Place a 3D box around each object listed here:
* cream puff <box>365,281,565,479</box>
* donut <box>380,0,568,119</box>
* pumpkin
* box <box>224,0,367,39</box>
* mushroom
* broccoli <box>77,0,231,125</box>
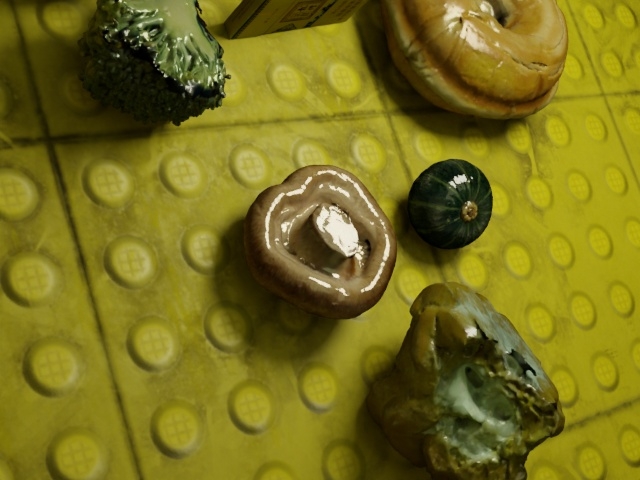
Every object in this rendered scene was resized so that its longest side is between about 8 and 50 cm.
[{"bbox_3d":[0.222,0.240,1.532,0.323,0.270,0.274,50,18,-8],"label":"cream puff"},{"bbox_3d":[0.310,-0.434,1.862,0.449,0.198,0.448,14,61,-28],"label":"donut"},{"bbox_3d":[0.235,-0.067,1.703,0.167,0.167,0.125,4,26,-32],"label":"pumpkin"},{"bbox_3d":[-0.021,-0.427,1.665,0.279,0.153,0.041,-19,82,-37],"label":"box"},{"bbox_3d":[0.000,0.000,1.515,0.278,0.146,0.278,11,60,-20],"label":"mushroom"},{"bbox_3d":[-0.270,-0.285,1.449,0.242,0.180,0.273,26,39,-38],"label":"broccoli"}]
